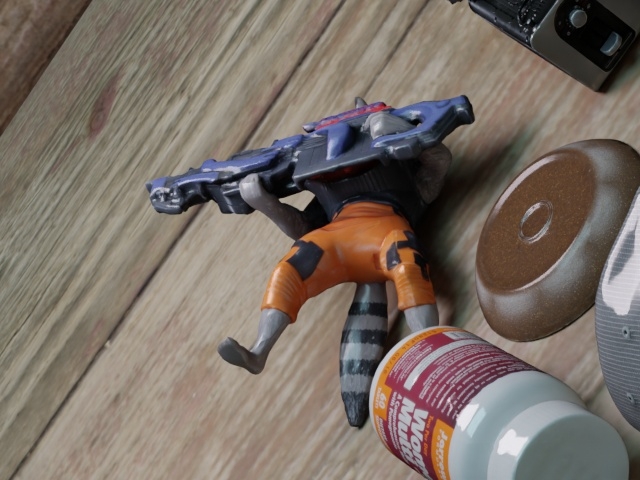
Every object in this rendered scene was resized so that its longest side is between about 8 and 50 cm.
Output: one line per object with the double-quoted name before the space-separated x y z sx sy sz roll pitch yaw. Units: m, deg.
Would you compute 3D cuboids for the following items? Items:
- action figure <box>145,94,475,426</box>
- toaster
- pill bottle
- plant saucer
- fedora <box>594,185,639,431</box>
"action figure" 0.000 0.000 1.714 0.341 0.178 0.330 -9 45 25
"toaster" 0.233 -0.242 1.637 0.168 0.110 0.185 -54 28 6
"pill bottle" 0.135 0.149 1.380 0.121 0.121 0.221 -59 27 -2
"plant saucer" 0.195 -0.009 1.540 0.198 0.036 0.198 -40 31 31
"fedora" 0.258 0.040 1.124 0.244 0.275 0.124 -34 39 -29
